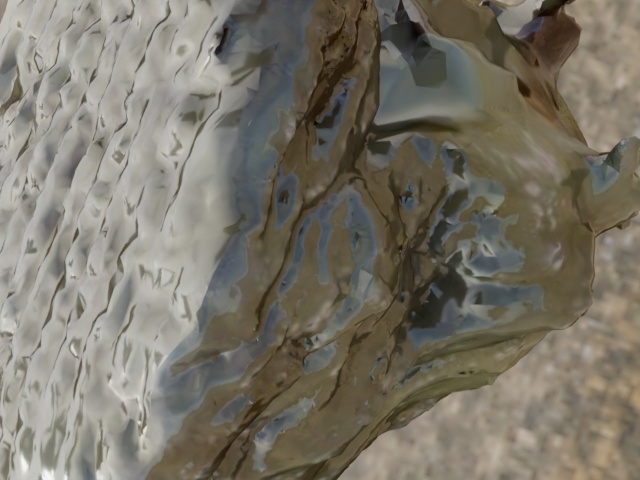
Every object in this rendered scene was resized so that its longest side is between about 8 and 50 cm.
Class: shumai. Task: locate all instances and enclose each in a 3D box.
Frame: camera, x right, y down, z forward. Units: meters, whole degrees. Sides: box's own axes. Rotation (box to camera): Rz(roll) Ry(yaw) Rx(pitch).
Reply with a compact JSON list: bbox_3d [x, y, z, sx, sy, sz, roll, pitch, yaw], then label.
[{"bbox_3d":[0.000,0.000,0.805,0.267,0.262,0.314,10,85,58],"label":"shumai"}]

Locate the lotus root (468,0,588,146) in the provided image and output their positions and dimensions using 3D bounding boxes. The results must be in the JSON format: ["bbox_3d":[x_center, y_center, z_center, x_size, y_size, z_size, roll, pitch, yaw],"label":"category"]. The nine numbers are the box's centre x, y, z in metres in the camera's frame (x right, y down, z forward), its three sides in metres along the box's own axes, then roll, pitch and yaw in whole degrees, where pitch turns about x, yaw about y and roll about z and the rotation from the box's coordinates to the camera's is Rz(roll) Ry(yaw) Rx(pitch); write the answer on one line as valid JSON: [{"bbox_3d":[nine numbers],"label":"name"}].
[{"bbox_3d":[0.123,-0.107,1.472,0.110,0.097,0.258,-56,48,27],"label":"lotus root"}]
